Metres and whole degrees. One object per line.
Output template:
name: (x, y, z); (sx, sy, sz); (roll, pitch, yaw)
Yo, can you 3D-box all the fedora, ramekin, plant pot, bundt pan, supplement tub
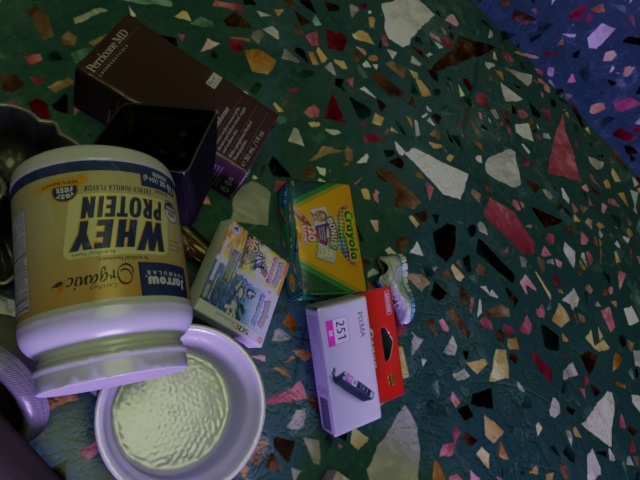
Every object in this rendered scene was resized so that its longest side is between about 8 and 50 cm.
fedora: (-0.513, 0.193, 0.704); (0.124, 0.276, 0.243); (-77, 160, -62)
ramekin: (-0.248, 0.295, 0.834); (0.277, 0.135, 0.277); (10, 67, -25)
plant pot: (-0.298, -0.133, 0.901); (0.188, 0.166, 0.188); (5, 47, 5)
bundt pan: (-0.562, -0.067, 0.810); (0.331, 0.124, 0.330); (10, 67, -26)
supplement tub: (-0.312, 0.047, 0.690); (0.229, 0.228, 0.316); (-4, 72, -30)

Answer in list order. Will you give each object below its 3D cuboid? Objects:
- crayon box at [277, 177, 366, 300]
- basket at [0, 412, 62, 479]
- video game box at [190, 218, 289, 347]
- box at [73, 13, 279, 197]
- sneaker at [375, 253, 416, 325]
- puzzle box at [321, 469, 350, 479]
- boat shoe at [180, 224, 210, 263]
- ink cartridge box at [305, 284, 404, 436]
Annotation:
crayon box: (0.000, 0.000, 1.121); (0.166, 0.081, 0.278); (2, 70, -29)
basket: (-0.447, 0.334, 0.616); (0.204, 0.154, 0.226); (-34, 117, -6)
video game box: (-0.164, 0.091, 0.977); (0.187, 0.048, 0.205); (43, 53, -39)
box: (-0.303, -0.284, 1.033); (0.382, 0.143, 0.191); (30, 59, -14)
sneaker: (0.180, 0.123, 1.189); (0.083, 0.071, 0.190); (2, 61, -22)
puzzle box: (0.113, 0.688, 0.930); (0.409, 0.052, 0.272); (40, 57, -10)
boat shoe: (-0.272, 0.009, 0.986); (0.060, 0.064, 0.178); (-42, 99, -1)
ink cartridge box: (0.097, 0.253, 1.044); (0.239, 0.060, 0.274); (-10, 94, -31)
